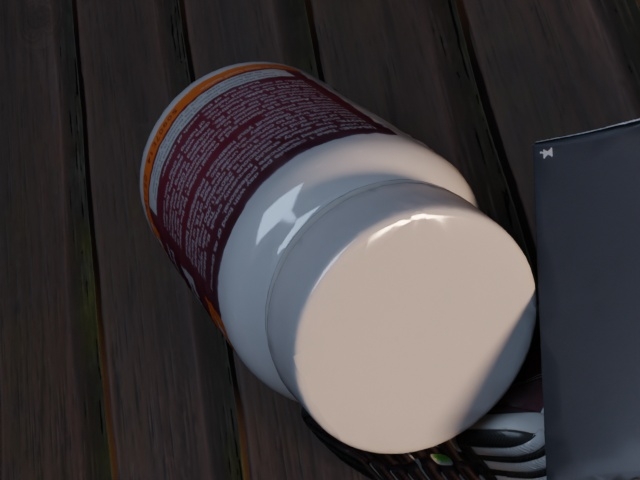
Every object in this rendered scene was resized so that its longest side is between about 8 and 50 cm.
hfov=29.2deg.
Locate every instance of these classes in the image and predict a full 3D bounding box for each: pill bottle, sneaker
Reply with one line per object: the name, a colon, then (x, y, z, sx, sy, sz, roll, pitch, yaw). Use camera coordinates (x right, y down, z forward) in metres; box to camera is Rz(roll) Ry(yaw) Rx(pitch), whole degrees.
pill bottle: (0.000, 0.000, 1.014, 0.224, 0.224, 0.392, -53, 29, 4)
sneaker: (0.120, 0.125, 1.042, 0.281, 0.106, 0.162, -1, 43, 47)

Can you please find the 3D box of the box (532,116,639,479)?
box: (0.239, 0.069, 0.905, 0.103, 0.184, 0.261, -13, 63, 32)
